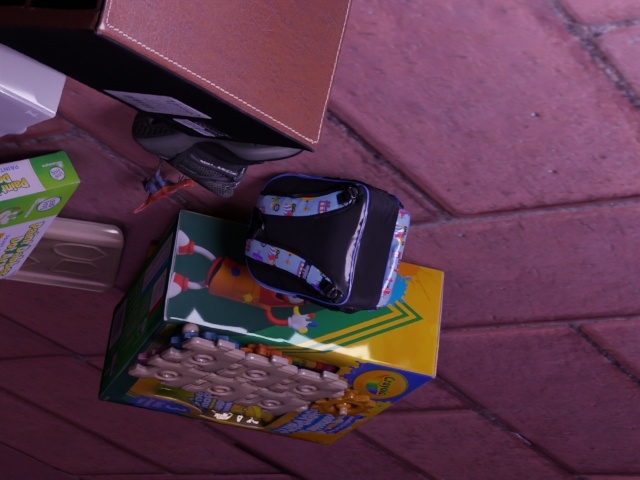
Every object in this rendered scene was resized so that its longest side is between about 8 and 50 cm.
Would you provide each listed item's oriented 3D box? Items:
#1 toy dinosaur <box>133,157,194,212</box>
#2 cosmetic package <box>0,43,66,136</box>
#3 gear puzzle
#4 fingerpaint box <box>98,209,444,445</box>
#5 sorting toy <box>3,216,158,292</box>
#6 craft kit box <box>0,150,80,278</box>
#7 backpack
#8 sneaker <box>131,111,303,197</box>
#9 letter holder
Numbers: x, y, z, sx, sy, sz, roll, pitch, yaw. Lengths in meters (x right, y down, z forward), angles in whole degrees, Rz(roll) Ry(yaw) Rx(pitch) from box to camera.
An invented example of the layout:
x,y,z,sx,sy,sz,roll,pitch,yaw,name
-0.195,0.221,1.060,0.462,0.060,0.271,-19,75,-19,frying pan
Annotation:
x,y,z,sx,sy,sz,roll,pitch,yaw,name
-0.186,-0.063,1.854,0.047,0.090,0.082,8,-166,-32,toy dinosaur
-0.270,-0.216,1.316,0.107,0.238,0.127,30,152,-34,cosmetic package
-0.062,0.172,1.937,0.339,0.044,0.175,20,150,-32,gear puzzle
-0.083,0.142,2.118,0.371,0.163,0.445,13,157,-15,fingerpaint box
-0.343,0.016,2.149,0.307,0.041,0.229,8,158,-9,sorting toy
-0.456,-0.006,1.888,0.247,0.061,0.250,-20,163,-40,craft kit box
0.000,0.000,1.802,0.173,0.158,0.117,11,179,38,backpack
-0.087,-0.109,1.677,0.227,0.087,0.130,-1,156,34,sneaker
-0.116,-0.224,1.254,0.152,0.214,0.302,9,171,34,letter holder
